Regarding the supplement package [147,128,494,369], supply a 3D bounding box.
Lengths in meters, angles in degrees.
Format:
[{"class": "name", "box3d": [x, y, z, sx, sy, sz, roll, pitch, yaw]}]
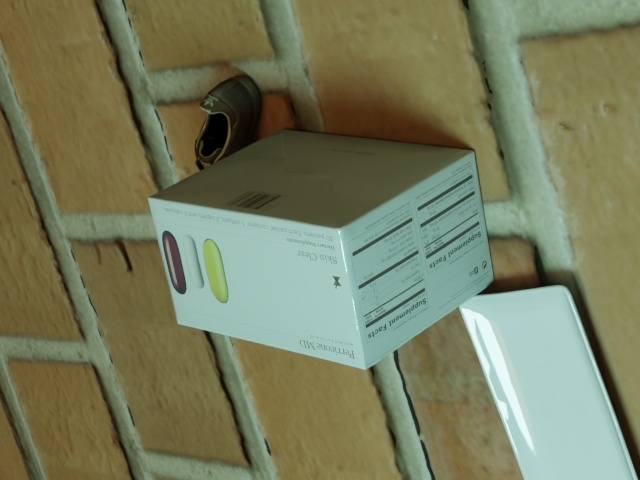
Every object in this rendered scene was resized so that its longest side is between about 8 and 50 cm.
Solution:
[{"class": "supplement package", "box3d": [0.000, 0.000, 1.563, 0.262, 0.204, 0.145, 9, 120, 43]}]

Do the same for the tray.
[{"class": "tray", "box3d": [0.237, 0.168, 1.553, 0.145, 0.030, 0.270, -10, 105, 48]}]

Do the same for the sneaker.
[{"class": "sneaker", "box3d": [-0.112, -0.090, 1.729, 0.066, 0.071, 0.188, 29, 131, 32]}]
